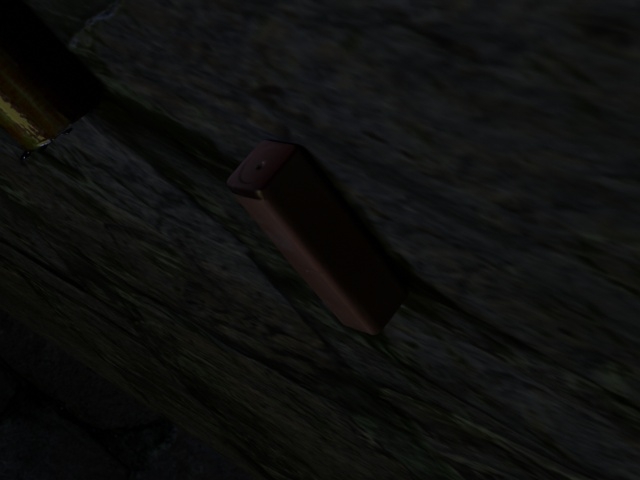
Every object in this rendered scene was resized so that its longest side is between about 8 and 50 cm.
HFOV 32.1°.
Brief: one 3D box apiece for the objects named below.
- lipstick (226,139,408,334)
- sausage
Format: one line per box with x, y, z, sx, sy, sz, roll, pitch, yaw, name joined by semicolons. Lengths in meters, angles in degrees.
0.000;0.000;0.735;0.045;0.045;0.145;13;148;51;lipstick
-0.312;-0.210;0.789;0.371;0.082;0.082;48;160;-25;sausage
